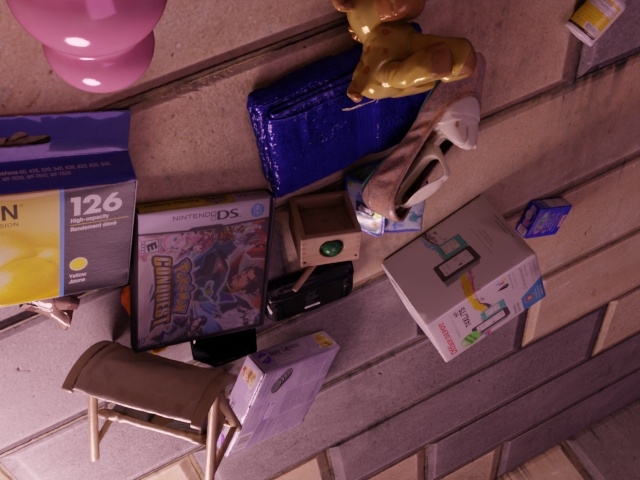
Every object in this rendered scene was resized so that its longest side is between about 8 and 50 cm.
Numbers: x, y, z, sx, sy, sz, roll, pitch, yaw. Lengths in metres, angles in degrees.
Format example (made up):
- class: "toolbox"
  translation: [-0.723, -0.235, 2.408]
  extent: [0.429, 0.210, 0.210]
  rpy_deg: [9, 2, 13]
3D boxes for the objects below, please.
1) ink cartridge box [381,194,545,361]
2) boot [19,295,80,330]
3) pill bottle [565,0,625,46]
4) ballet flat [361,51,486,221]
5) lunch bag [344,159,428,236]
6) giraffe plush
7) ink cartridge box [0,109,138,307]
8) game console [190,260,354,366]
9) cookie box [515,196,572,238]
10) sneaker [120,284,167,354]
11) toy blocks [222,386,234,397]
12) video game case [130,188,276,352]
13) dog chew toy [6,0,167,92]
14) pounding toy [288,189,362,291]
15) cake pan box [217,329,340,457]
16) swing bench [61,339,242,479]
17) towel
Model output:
- class: "ink cartridge box"
  translation: [0.311, 0.086, 1.615]
  extent: [0.270, 0.197, 0.198]
  rpy_deg: [-34, 142, 1]
- class: "boot"
  translation: [-0.449, 0.111, 1.221]
  extent: [0.087, 0.042, 0.118]
  rpy_deg: [12, 142, -26]
- class: "pill bottle"
  translation: [0.503, -0.413, 1.329]
  extent: [0.065, 0.065, 0.116]
  rpy_deg: [20, 118, -46]
- class: "ballet flat"
  translation: [0.196, -0.159, 1.237]
  extent: [0.107, 0.106, 0.316]
  rpy_deg: [12, 120, -49]
- class: "lunch bag"
  translation: [0.118, -0.080, 1.389]
  extent: [0.151, 0.096, 0.129]
  rpy_deg: [-2, 136, -3]
- class: "giraffe plush"
  translation: [0.106, -0.299, 1.073]
  extent: [0.210, 0.171, 0.181]
  rpy_deg: [-13, -176, 18]
- class: "ink cartridge box"
  translation: [-0.420, -0.034, 1.065]
  extent: [0.303, 0.072, 0.307]
  rpy_deg: [-9, 138, -27]
- class: "game console"
  translation: [-0.094, 0.136, 1.503]
  extent: [0.361, 0.044, 0.213]
  rpy_deg: [-18, 141, -19]
- class: "cookie box"
  translation: [0.527, -0.053, 1.750]
  extent: [0.107, 0.040, 0.092]
  rpy_deg: [-7, 134, -30]
- class: "sneaker"
  translation: [-0.307, 0.139, 1.330]
  extent: [0.064, 0.067, 0.175]
  rpy_deg: [-25, 140, -8]
- class: "toy blocks"
  translation: [-0.205, 0.337, 1.625]
  extent: [0.123, 0.054, 0.148]
  rpy_deg: [-11, 136, -26]
- class: "video game case"
  translation: [-0.204, 0.053, 1.286]
  extent: [0.248, 0.035, 0.275]
  rpy_deg: [-9, 121, -29]
- class: "dog chew toy"
  translation: [-0.256, -0.299, 0.805]
  extent: [0.206, 0.207, 0.332]
  rpy_deg: [-19, 149, -18]
- class: "pounding toy"
  translation: [0.000, 0.000, 1.331]
  extent: [0.130, 0.141, 0.100]
  rpy_deg: [-8, 137, -10]
- class: "cake pan box"
  translation: [-0.097, 0.338, 1.634]
  extent: [0.245, 0.070, 0.267]
  rpy_deg: [-10, 132, -46]
- class: "swing bench"
  translation: [-0.291, 0.300, 1.342]
  extent: [0.253, 0.165, 0.255]
  rpy_deg: [14, 135, 11]
- class: "towel"
  translation: [0.043, -0.201, 1.213]
  extent: [0.308, 0.076, 0.228]
  rpy_deg: [-25, 141, -11]
